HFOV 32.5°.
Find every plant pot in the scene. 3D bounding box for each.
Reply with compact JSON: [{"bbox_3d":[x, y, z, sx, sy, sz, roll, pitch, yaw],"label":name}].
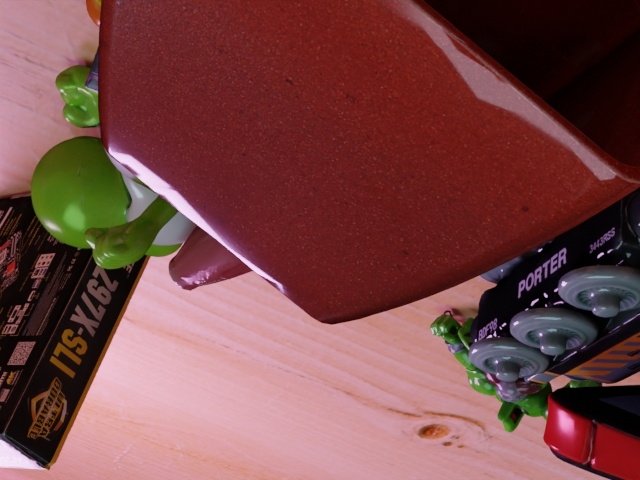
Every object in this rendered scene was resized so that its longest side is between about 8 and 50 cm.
[{"bbox_3d":[0.028,-0.112,0.616,0.267,0.267,0.236,38,133,-2],"label":"plant pot"}]

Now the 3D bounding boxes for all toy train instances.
[{"bbox_3d":[0.264,0.049,0.994,0.190,0.142,0.334,15,152,-12],"label":"toy train"}]

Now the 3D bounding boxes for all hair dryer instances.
[{"bbox_3d":[0.000,0.000,1.020,0.293,0.080,0.224,-9,145,2],"label":"hair dryer"}]

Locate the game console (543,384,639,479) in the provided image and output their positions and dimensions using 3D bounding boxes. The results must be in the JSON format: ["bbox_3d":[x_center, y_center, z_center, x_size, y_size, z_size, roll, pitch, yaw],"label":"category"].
[{"bbox_3d":[0.412,0.205,0.997,0.341,0.060,0.386,14,-177,34],"label":"game console"}]

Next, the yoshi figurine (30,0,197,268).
[{"bbox_3d":[-0.184,-0.080,1.000,0.203,0.204,0.362,34,153,6],"label":"yoshi figurine"}]

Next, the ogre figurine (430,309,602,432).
[{"bbox_3d":[0.218,0.150,1.218,0.197,0.097,0.118,4,143,21],"label":"ogre figurine"}]

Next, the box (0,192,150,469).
[{"bbox_3d":[-0.334,0.087,1.208,0.257,0.322,0.079,-7,140,37],"label":"box"}]

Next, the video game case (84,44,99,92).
[{"bbox_3d":[-0.024,-0.161,0.774,0.232,0.042,0.210,23,108,-5],"label":"video game case"}]
